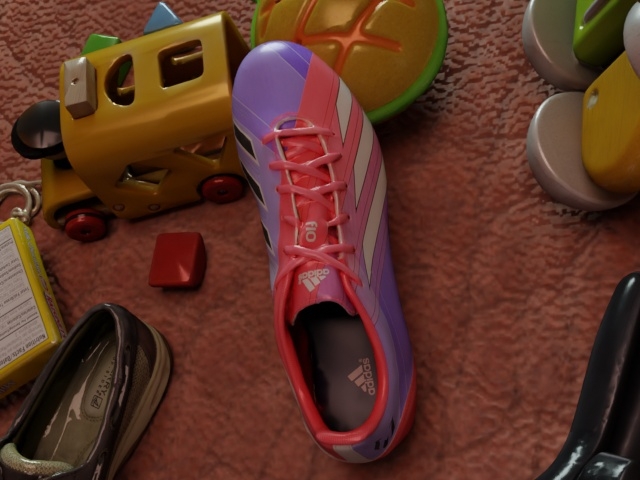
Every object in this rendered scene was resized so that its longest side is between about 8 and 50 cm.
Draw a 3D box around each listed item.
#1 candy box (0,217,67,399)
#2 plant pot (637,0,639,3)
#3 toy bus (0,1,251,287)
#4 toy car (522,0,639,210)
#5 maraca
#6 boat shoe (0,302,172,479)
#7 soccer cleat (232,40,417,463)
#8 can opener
[{"bbox_3d":[-0.261,0.081,0.776,0.205,0.027,0.105,-32,60,8],"label":"candy box"},{"bbox_3d":[0.280,-0.298,0.460,0.366,0.353,0.367,1,72,-3],"label":"plant pot"},{"bbox_3d":[-0.131,-0.076,0.780,0.191,0.104,0.202,28,75,29],"label":"toy bus"},{"bbox_3d":[0.202,-0.104,0.675,0.136,0.159,0.182,10,63,-16],"label":"toy car"},{"bbox_3d":[0.010,-0.148,0.772,0.127,0.099,0.186,-26,58,2],"label":"maraca"},{"bbox_3d":[-0.160,0.138,0.696,0.080,0.073,0.224,14,68,25],"label":"boat shoe"},{"bbox_3d":[0.000,0.000,0.663,0.083,0.095,0.248,-14,82,10],"label":"soccer cleat"},{"bbox_3d":[0.153,0.103,0.624,0.073,0.059,0.186,-7,47,45],"label":"can opener"}]
